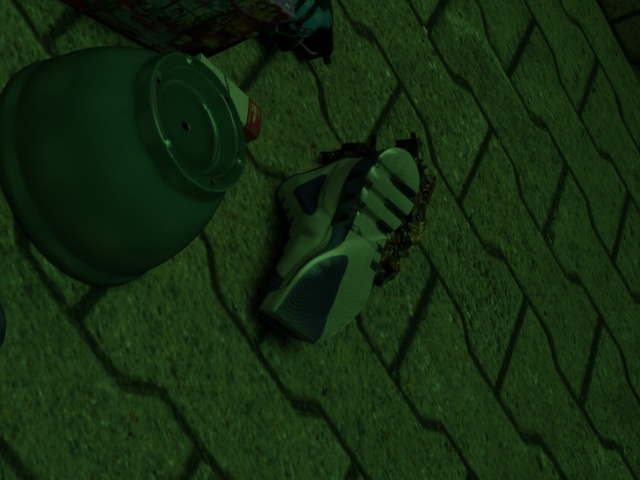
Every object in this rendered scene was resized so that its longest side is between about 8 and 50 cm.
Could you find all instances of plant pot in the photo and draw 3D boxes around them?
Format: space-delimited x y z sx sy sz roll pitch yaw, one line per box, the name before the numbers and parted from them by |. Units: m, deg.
plant pot | -0.215 -0.111 1.692 0.293 0.196 0.293 33 47 -45

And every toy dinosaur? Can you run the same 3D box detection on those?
toy dinosaur | 0.100 -0.051 2.253 0.322 0.164 0.218 -66 146 -72

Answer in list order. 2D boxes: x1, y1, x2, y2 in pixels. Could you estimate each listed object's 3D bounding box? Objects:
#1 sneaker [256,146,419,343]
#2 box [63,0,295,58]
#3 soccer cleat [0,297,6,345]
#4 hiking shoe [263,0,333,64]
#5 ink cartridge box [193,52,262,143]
sneaker | 0.001 -0.001 2.047 0.127 0.182 0.315 45 68 -33
box | -0.199 -0.332 1.838 0.293 0.201 0.057 25 53 -50
soccer cleat | -0.409 -0.007 1.459 0.121 0.093 0.289 49 17 -89
hiking shoe | -0.061 -0.360 2.157 0.304 0.113 0.132 6 67 -57
ink cartridge box | -0.159 -0.180 1.913 0.135 0.099 0.056 42 41 -40
